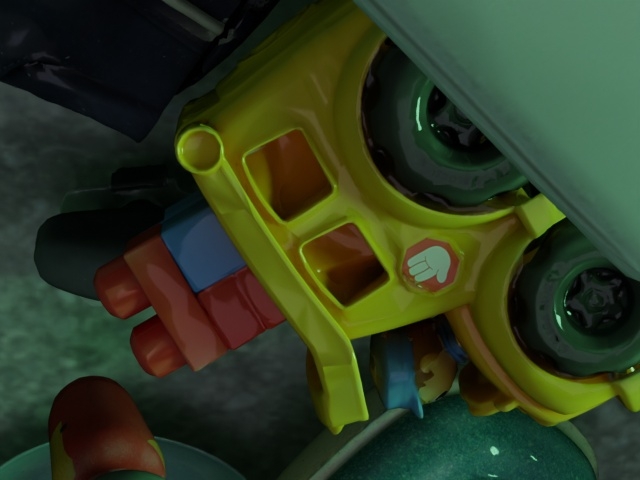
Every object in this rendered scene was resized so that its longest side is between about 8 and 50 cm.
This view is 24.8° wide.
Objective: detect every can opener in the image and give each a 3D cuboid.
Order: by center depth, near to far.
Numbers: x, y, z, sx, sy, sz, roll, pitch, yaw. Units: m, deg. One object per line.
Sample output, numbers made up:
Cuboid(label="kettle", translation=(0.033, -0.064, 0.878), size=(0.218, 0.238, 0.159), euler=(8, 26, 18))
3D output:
Cuboid(label="can opener", translation=(0.000, 0.000, 0.739), size=(0.280, 0.093, 0.074), euler=(-7, 123, -3))

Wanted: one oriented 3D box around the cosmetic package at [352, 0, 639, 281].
Cuboid(label="cosmetic package", translation=(0.125, -0.274, 0.409), size=(0.394, 0.329, 0.327), euler=(-38, 118, 20))

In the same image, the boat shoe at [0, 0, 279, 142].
Cuboid(label="boat shoe", translation=(-0.161, -0.168, 0.587), size=(0.340, 0.127, 0.158), euler=(30, 110, -21))

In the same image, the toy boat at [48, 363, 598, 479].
Cuboid(label="toy boat", translation=(-0.005, 0.173, 0.777), size=(0.318, 0.148, 0.267), euler=(26, 105, -29))

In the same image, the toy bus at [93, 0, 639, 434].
Cuboid(label="toy bus", translation=(0.021, 0.008, 0.632), size=(0.211, 0.149, 0.220), euler=(-33, 102, 1))

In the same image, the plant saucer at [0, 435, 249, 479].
Cuboid(label="plant saucer", translation=(-0.119, 0.178, 0.880), size=(0.195, 0.037, 0.195), euler=(-1, 124, -1))
